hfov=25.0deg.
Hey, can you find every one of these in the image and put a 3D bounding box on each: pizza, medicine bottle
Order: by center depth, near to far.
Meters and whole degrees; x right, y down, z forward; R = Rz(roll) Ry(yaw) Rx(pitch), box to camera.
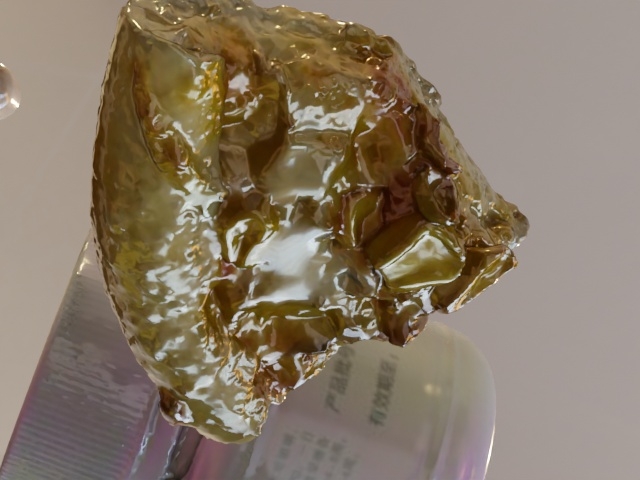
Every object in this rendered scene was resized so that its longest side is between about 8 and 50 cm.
[{"bbox_3d":[0.000,0.000,0.502,0.062,0.161,0.182,-114,-153,-49],"label":"pizza"},{"bbox_3d":[-0.055,0.132,1.022,0.301,0.241,0.241,21,-49,-8],"label":"medicine bottle"}]

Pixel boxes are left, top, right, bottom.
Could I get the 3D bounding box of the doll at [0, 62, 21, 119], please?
[{"bbox_3d":[-0.390,-0.203,1.334,0.119,0.154,0.278,96,-31,-84],"label":"doll"}]
